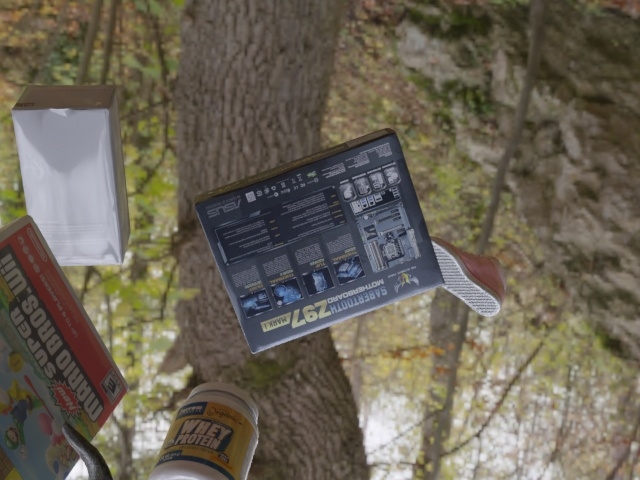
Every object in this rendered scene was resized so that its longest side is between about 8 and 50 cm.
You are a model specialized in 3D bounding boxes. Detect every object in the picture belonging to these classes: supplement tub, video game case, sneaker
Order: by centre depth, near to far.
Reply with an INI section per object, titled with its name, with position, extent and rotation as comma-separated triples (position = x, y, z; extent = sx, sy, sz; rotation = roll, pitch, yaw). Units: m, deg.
[video game case]
position = -0.262, 0.108, 0.786
extent = 0.025, 0.204, 0.285
rotation = -23, -167, 14
[sneaker]
position = 0.187, 0.034, 1.208
extent = 0.134, 0.051, 0.070
rotation = 41, -138, -2
[supplement tub]
position = -0.179, 0.337, 1.475
extent = 0.144, 0.144, 0.199
rotation = 6, -143, 7

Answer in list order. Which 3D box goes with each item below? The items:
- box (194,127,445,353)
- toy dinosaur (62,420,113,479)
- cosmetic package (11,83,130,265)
[box]
position = 0.000, 0.000, 1.029
extent = 0.233, 0.183, 0.059
rotation = -20, -166, 0
[toy dinosaur]
position = -0.150, 0.256, 0.480
extent = 0.160, 0.313, 0.121
rotation = -3, -168, 30
[cosmetic package]
position = -0.332, -0.087, 1.265
extent = 0.127, 0.237, 0.107
rotation = 1, -154, -4
